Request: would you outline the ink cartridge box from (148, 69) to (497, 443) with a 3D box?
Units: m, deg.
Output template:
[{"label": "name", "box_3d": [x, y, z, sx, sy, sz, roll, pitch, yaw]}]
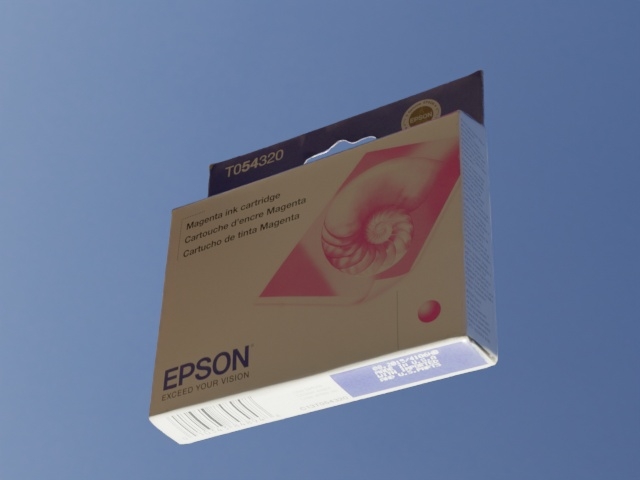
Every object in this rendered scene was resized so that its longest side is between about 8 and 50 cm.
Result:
[{"label": "ink cartridge box", "box_3d": [0.000, 0.000, 1.393, 0.324, 0.071, 0.330, -18, -128, 26]}]
